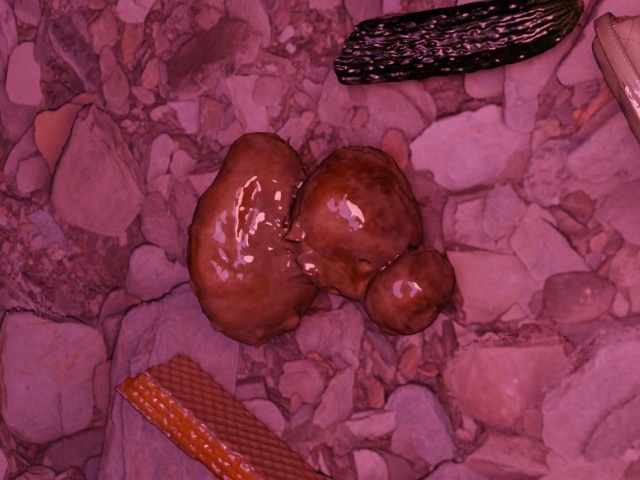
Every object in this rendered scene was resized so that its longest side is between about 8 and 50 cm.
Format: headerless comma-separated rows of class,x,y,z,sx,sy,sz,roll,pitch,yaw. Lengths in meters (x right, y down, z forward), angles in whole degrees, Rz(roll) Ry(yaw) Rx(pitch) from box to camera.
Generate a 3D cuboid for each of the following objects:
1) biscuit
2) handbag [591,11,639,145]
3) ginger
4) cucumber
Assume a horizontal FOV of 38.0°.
biscuit,-0.081,0.264,1.105,0.379,0.094,0.054,37,112,21
handbag,0.320,-0.094,0.831,0.079,0.219,0.256,-30,80,26
ginger,0.000,0.000,1.022,0.304,0.155,0.244,-1,89,26
cucumber,0.145,-0.212,0.993,0.266,0.077,0.077,-1,91,25
